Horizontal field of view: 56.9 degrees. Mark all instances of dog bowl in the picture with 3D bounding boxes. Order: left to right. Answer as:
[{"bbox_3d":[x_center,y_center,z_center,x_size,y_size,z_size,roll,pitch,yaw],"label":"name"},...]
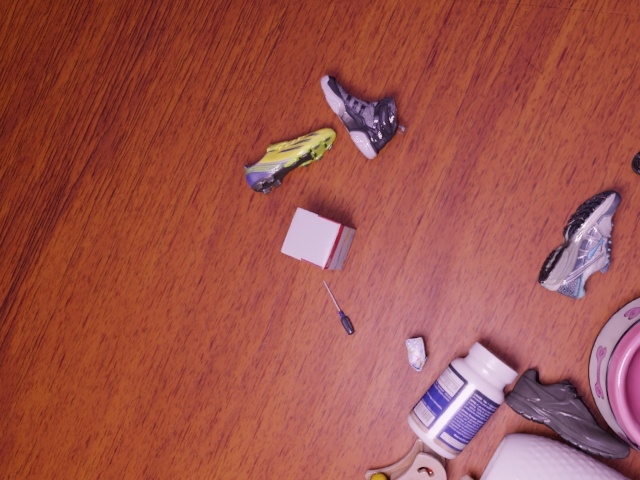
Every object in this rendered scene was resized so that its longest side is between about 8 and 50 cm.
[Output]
[{"bbox_3d":[0.797,0.306,1.249,0.409,0.150,0.407,0,91,18],"label":"dog bowl"}]

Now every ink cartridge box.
[{"bbox_3d":[0.000,0.000,1.571,0.128,0.176,0.127,21,93,18],"label":"ink cartridge box"}]

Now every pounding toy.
[{"bbox_3d":[0.234,0.590,1.428,0.270,0.155,0.154,-20,102,14],"label":"pounding toy"}]

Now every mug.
[{"bbox_3d":[0.503,0.633,1.312,0.328,0.276,0.373,30,104,20],"label":"mug"}]

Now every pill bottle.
[{"bbox_3d":[0.348,0.383,1.438,0.153,0.153,0.264,40,96,16],"label":"pill bottle"}]

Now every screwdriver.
[{"bbox_3d":[0.044,0.184,1.618,0.025,0.024,0.169,-28,73,-18],"label":"screwdriver"}]

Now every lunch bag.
[{"bbox_3d":[0.251,0.292,1.520,0.053,0.071,0.083,-8,80,11],"label":"lunch bag"}]

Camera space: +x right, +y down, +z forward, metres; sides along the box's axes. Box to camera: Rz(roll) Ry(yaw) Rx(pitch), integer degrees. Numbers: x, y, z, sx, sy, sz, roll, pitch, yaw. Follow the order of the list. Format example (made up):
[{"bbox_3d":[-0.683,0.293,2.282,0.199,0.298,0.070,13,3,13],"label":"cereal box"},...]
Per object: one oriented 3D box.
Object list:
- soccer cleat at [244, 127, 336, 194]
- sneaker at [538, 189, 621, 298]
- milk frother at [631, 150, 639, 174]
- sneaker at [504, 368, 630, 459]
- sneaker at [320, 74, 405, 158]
[{"bbox_3d":[-0.093,-0.247,1.670,0.289,0.093,0.121,-33,69,10],"label":"soccer cleat"},{"bbox_3d":[0.650,0.013,1.433,0.122,0.110,0.282,31,96,-1],"label":"sneaker"},{"bbox_3d":[0.816,-0.206,1.375,0.143,0.134,0.129,-16,49,11],"label":"milk frother"},{"bbox_3d":[0.579,0.400,1.374,0.286,0.109,0.130,28,84,31],"label":"sneaker"},{"bbox_3d":[0.121,-0.367,1.619,0.153,0.101,0.268,-33,82,10],"label":"sneaker"}]
